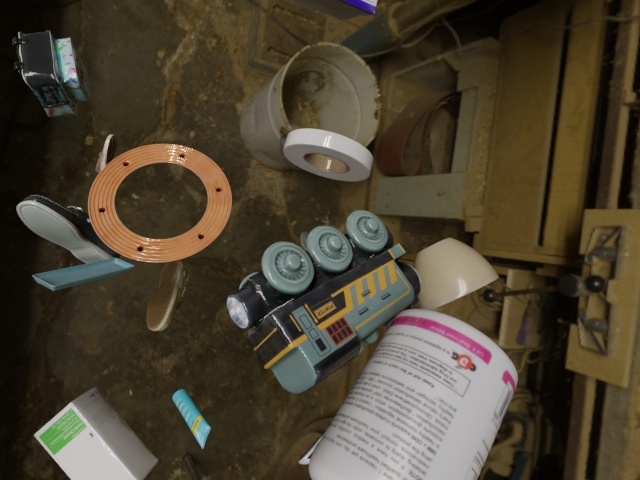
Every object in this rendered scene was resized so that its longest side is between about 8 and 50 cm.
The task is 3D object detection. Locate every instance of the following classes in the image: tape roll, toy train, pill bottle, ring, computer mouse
[{"bbox_3d":[0.032,-0.357,1.856,0.391,0.392,0.072,20,81,-27],"label":"tape roll"},{"bbox_3d":[0.023,0.080,0.665,0.333,0.142,0.190,-24,75,-41],"label":"toy train"},{"bbox_3d":[0.088,0.231,0.478,0.160,0.160,0.283,49,63,-22],"label":"pill bottle"},{"bbox_3d":[-0.390,-0.096,1.074,0.335,0.032,0.337,5,65,-10],"label":"ring"},{"bbox_3d":[0.005,0.659,1.402,0.042,0.106,0.193,47,50,10],"label":"computer mouse"}]

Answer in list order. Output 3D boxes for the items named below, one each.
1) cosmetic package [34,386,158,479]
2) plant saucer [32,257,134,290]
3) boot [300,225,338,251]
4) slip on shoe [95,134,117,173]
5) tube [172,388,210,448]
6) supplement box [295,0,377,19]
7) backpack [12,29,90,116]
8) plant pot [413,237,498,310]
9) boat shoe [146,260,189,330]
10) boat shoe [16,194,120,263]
[{"bbox_3d":[-0.786,0.738,1.539,0.197,0.155,0.366,-42,88,5],"label":"cosmetic package"},{"bbox_3d":[-0.495,0.070,0.920,0.192,0.067,0.018,-17,121,-63],"label":"plant saucer"},{"bbox_3d":[0.001,-0.002,1.880,0.076,0.208,0.190,-23,72,-32],"label":"boot"},{"bbox_3d":[-0.675,-0.269,1.360,0.041,0.051,0.136,21,112,5],"label":"slip on shoe"},{"bbox_3d":[-0.422,0.579,1.432,0.052,0.207,0.080,1,115,-45],"label":"tube"},{"bbox_3d":[0.043,-0.499,0.708,0.111,0.114,0.220,5,107,-31],"label":"supplement box"},{"bbox_3d":[-0.892,-0.548,1.465,0.190,0.253,0.226,-11,74,-22],"label":"backpack"},{"bbox_3d":[0.432,0.103,1.493,0.283,0.284,0.191,-20,77,-25],"label":"plant pot"},{"bbox_3d":[-0.524,0.198,1.531,0.109,0.303,0.098,-21,131,16],"label":"boat shoe"},{"bbox_3d":[-0.615,-0.032,1.085,0.114,0.303,0.091,-1,59,9],"label":"boat shoe"}]
